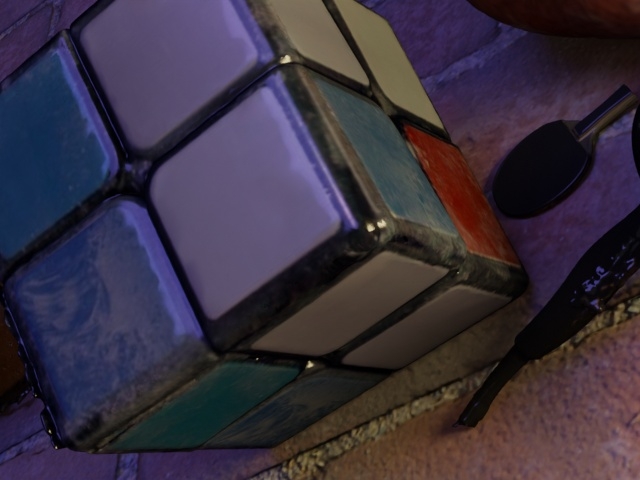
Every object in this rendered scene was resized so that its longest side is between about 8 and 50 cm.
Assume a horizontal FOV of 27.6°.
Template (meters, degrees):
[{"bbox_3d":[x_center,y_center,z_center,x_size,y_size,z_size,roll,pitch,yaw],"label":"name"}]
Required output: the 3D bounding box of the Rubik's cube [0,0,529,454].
[{"bbox_3d":[-0.065,-0.024,1.091,0.318,0.313,0.316,-34,67,20],"label":"Rubik's cube"}]

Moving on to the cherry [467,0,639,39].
[{"bbox_3d":[0.258,-0.336,1.158,0.335,0.291,0.326,14,76,43],"label":"cherry"}]

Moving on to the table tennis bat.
[{"bbox_3d":[0.219,-0.082,1.178,0.158,0.014,0.095,-41,34,14],"label":"table tennis bat"}]

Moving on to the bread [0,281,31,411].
[{"bbox_3d":[-0.387,0.109,1.620,0.248,0.279,0.315,-104,19,-51],"label":"bread"}]

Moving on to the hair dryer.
[{"bbox_3d":[0.226,0.043,0.977,0.359,0.120,0.303,-50,20,20],"label":"hair dryer"}]
